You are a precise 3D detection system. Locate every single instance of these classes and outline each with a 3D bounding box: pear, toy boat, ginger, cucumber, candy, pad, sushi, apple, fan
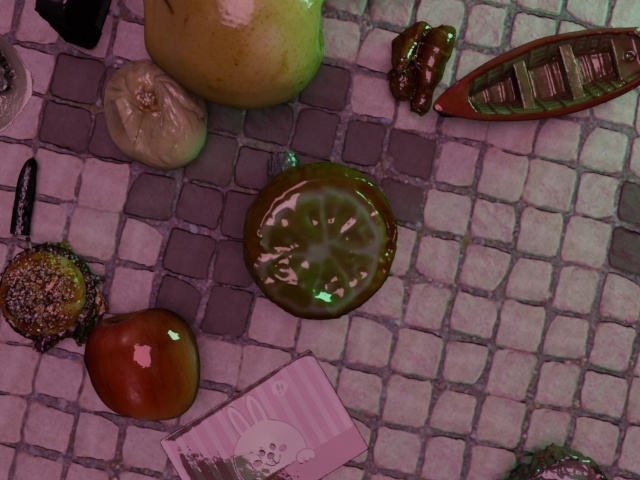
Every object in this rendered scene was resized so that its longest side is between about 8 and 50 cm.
[{"bbox_3d":[-0.132,-0.351,1.218,0.309,0.309,0.309,0,88,-3],"label":"pear"},{"bbox_3d":[0.371,-0.270,1.348,0.392,0.079,0.136,-16,91,-4],"label":"toy boat"},{"bbox_3d":[0.163,-0.299,1.342,0.103,0.073,0.162,18,88,-1],"label":"ginger"},{"bbox_3d":[-0.061,-0.093,1.330,0.064,0.064,0.112,-2,88,-3],"label":"cucumber"},{"bbox_3d":[0.000,0.000,1.272,0.259,0.118,0.260,-6,107,-20],"label":"candy"},{"bbox_3d":[-0.094,0.346,1.340,0.299,0.005,0.202,-30,90,-3],"label":"pad"},{"bbox_3d":[0.368,0.450,1.308,0.241,0.107,0.161,-42,90,5],"label":"sushi"},{"bbox_3d":[-0.274,0.200,1.260,0.199,0.199,0.199,0,88,-3],"label":"apple"},{"bbox_3d":[-0.638,-0.231,1.332,0.310,0.010,0.182,-31,90,-4],"label":"fan"},{"bbox_3d":[-0.493,-0.074,1.324,0.032,0.032,0.133,8,89,-2],"label":"cucumber"}]

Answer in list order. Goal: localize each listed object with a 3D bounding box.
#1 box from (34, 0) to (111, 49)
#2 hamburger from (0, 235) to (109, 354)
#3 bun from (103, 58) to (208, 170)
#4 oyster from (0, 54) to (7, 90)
[{"bbox_3d":[-0.350,-0.493,1.257,0.058,0.211,0.350,18,88,-4],"label":"box"},{"bbox_3d":[-0.442,0.092,1.290,0.189,0.093,0.164,44,86,-2],"label":"hamburger"},{"bbox_3d":[-0.270,-0.207,1.300,0.164,0.111,0.188,-12,92,0],"label":"bun"},{"bbox_3d":[-0.567,-0.295,1.326,0.098,0.037,0.100,2,106,13],"label":"oyster"}]
